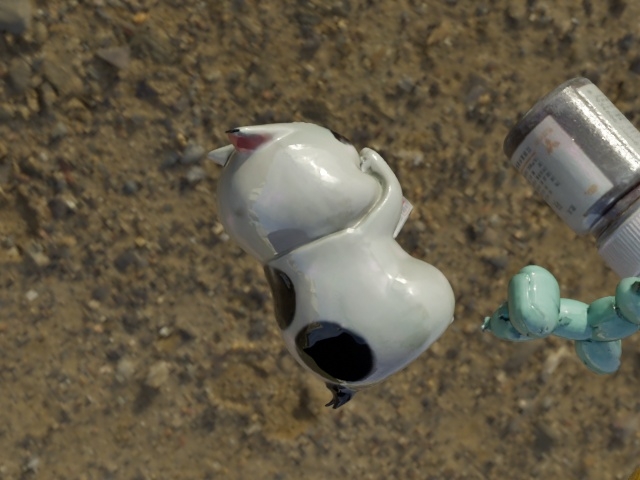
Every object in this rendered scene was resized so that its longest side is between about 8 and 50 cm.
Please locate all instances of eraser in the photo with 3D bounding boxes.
[{"bbox_3d":[0.063,-0.011,1.240,0.052,0.029,0.122,-44,-178,23],"label":"eraser"}]

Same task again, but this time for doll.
[{"bbox_3d":[0.006,0.005,0.742,0.107,0.110,0.180,-28,93,-23],"label":"doll"},{"bbox_3d":[0.215,0.062,0.966,0.159,0.159,0.059,25,58,-40],"label":"doll"}]

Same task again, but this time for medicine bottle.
[{"bbox_3d":[0.403,-0.085,1.685,0.165,0.273,0.165,-36,166,-10],"label":"medicine bottle"}]

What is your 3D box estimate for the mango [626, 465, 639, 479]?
[{"bbox_3d":[0.227,0.236,0.614,0.119,0.316,0.176,-13,133,7],"label":"mango"}]
